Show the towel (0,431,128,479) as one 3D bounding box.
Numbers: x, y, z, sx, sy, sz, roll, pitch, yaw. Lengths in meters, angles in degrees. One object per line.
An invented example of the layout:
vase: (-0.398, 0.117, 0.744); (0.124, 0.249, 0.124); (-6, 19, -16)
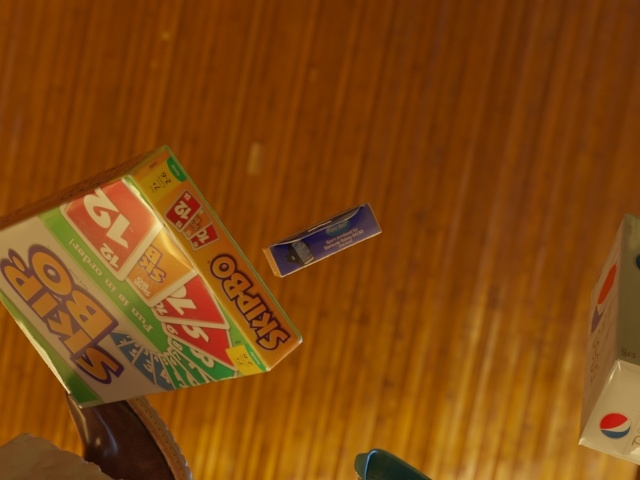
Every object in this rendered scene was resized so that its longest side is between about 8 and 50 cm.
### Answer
towel: (-0.211, 0.241, 1.095); (0.317, 0.053, 0.332); (-34, -155, -24)

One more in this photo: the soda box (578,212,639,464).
soda box: (0.223, 0.066, 1.340); (0.069, 0.074, 0.216); (18, -152, 0)

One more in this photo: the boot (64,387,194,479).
boot: (-0.187, 0.232, 1.446); (0.207, 0.248, 0.090); (-26, -177, -26)

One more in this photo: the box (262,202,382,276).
box: (0.000, 0.000, 1.462); (0.081, 0.028, 0.136); (-24, -177, -3)

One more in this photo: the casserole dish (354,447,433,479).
casserole dish: (0.102, 0.272, 1.891); (0.188, 0.037, 0.114); (35, -160, -7)

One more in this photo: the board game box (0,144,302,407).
board game box: (-0.116, 0.028, 1.090); (0.039, 0.124, 0.259); (-40, -168, -27)
